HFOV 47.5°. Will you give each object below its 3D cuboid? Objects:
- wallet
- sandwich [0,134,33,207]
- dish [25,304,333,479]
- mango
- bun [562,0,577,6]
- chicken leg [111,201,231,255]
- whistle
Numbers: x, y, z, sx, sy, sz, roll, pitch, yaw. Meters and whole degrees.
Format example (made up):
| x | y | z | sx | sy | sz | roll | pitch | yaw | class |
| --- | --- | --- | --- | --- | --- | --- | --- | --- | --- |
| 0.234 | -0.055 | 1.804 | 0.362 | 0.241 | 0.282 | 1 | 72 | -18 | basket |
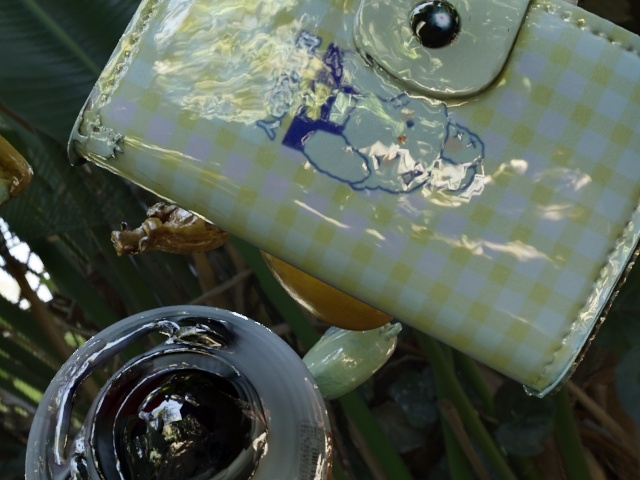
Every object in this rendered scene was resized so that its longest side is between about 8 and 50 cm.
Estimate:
| x | y | z | sx | sy | sz | roll | pitch | yaw | class |
| --- | --- | --- | --- | --- | --- | --- | --- | --- | --- |
| 0.041 | -0.071 | 0.422 | 0.223 | 0.309 | 0.077 | -62 | 0 | 4 | wallet |
| -0.634 | -0.142 | 1.207 | 0.226 | 0.251 | 0.087 | -27 | 25 | 20 | sandwich |
| -0.118 | 0.163 | 0.614 | 0.273 | 0.273 | 0.134 | -28 | -22 | -20 | dish |
| 0.004 | 0.003 | 0.749 | 0.120 | 0.221 | 0.151 | -49 | -39 | 3 | mango |
| 0.213 | -0.305 | 0.957 | 0.231 | 0.231 | 0.133 | -30 | 17 | -12 | bun |
| -0.207 | -0.024 | 1.065 | 0.207 | 0.085 | 0.101 | -15 | -30 | -43 | chicken leg |
| -0.005 | 0.156 | 0.877 | 0.258 | 0.067 | 0.126 | -36 | 4 | 30 | whistle |
